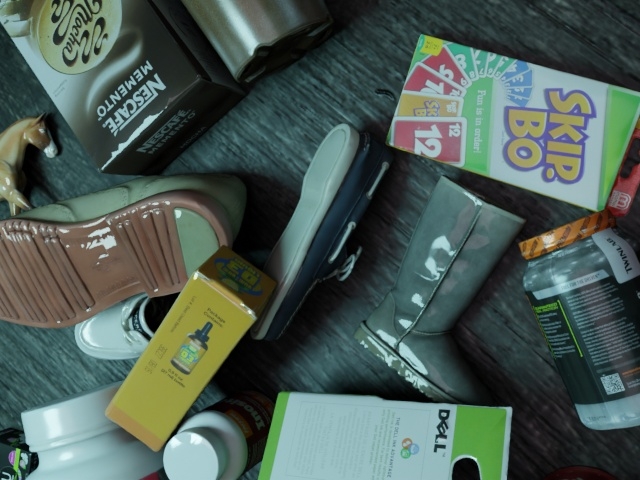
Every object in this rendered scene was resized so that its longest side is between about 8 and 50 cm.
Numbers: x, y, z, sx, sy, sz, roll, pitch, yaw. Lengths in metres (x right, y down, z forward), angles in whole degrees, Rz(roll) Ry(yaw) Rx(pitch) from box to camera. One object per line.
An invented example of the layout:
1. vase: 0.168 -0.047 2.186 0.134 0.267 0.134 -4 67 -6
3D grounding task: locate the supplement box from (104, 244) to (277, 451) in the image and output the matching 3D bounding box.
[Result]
1. supplement box: -0.139 0.118 0.778 0.078 0.080 0.233 37 120 0

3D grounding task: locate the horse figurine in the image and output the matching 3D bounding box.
1. horse figurine: -0.454 -0.046 0.978 0.263 0.066 0.174 -20 91 17

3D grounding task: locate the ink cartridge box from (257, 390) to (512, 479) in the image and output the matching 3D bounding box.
1. ink cartridge box: 0.066 0.259 0.727 0.255 0.097 0.188 -3 59 28

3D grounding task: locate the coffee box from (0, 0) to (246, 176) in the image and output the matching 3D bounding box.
1. coffee box: -0.249 -0.241 0.869 0.168 0.119 0.297 -39 80 16

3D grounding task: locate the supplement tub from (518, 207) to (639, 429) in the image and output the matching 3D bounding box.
1. supplement tub: 0.270 0.073 0.700 0.117 0.117 0.190 -23 85 19

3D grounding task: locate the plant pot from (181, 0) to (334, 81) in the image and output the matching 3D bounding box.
1. plant pot: -0.077 -0.274 0.795 0.167 0.167 0.165 -30 91 18

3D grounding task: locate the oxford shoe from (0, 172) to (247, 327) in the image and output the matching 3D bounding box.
1. oxford shoe: -0.267 0.006 0.881 0.397 0.146 0.140 -7 115 18

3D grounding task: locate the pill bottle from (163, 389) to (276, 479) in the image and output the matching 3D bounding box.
1. pill bottle: -0.108 0.225 0.820 0.086 0.152 0.086 1 93 19

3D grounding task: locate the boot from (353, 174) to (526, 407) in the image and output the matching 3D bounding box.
1. boot: 0.153 0.062 0.773 0.190 0.076 0.208 36 96 13

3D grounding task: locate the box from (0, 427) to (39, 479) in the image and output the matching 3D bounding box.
1. box: -0.407 0.296 0.980 0.083 0.052 0.062 11 94 19

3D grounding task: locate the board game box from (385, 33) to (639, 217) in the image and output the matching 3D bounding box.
1. board game box: 0.208 -0.120 0.760 0.260 0.039 0.124 20 99 15

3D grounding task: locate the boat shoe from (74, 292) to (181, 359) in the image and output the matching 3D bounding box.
1. boat shoe: -0.196 0.094 0.879 0.268 0.088 0.096 -9 89 19

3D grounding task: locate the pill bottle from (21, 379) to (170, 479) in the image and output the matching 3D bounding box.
1. pill bottle: -0.245 0.335 0.860 0.176 0.176 0.318 -17 87 19

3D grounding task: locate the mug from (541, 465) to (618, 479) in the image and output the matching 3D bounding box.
1. mug: 0.238 0.310 0.692 0.113 0.169 0.150 42 104 13

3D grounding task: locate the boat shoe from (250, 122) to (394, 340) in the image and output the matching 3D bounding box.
1. boat shoe: 0.000 0.000 0.803 0.079 0.095 0.254 24 87 -24
